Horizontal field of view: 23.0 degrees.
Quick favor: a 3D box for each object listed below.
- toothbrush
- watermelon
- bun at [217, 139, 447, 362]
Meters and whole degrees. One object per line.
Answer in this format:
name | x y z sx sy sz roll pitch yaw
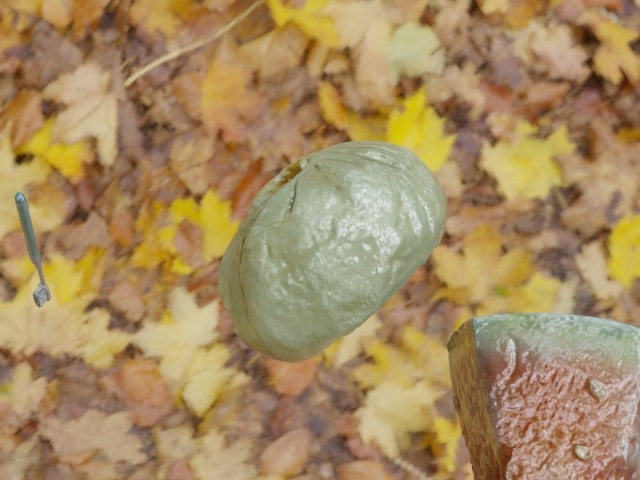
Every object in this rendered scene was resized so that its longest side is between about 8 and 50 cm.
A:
toothbrush | -0.233 0.010 1.270 0.011 0.167 0.014 30 62 15
watermelon | 0.187 0.185 1.302 0.140 0.193 0.256 4 72 -11
bun | 0.000 0.000 1.206 0.118 0.195 0.195 45 61 -10
